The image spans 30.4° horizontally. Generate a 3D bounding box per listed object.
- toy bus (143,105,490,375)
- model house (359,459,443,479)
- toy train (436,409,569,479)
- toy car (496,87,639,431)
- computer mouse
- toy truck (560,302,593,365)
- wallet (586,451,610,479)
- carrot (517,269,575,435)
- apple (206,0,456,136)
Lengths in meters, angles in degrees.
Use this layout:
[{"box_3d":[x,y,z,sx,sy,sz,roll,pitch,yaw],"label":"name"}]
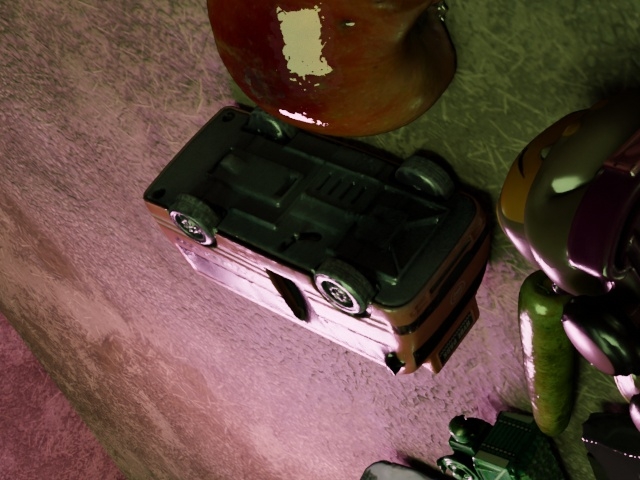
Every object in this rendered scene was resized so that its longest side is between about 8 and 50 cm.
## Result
[{"box_3d":[0.000,0.000,1.478,0.427,0.203,0.233,24,154,33],"label":"toy bus"},{"box_3d":[0.208,0.547,2.109,0.253,0.184,0.291,9,154,38],"label":"model house"},{"box_3d":[0.279,0.349,1.743,0.154,0.115,0.269,5,137,38],"label":"toy train"},{"box_3d":[0.312,0.022,1.052,0.340,0.271,0.240,53,170,-24],"label":"toy car"},{"box_3d":[0.420,0.271,1.463,0.122,0.073,0.217,55,158,-20],"label":"computer mouse"},{"box_3d":[0.350,0.091,1.258,0.192,0.092,0.083,-4,129,55],"label":"toy truck"},{"box_3d":[0.424,0.356,1.652,0.082,0.018,0.156,14,143,44],"label":"wallet"},{"box_3d":[0.286,0.158,1.476,0.074,0.074,0.358,27,152,28],"label":"carrot"},{"box_3d":[-0.002,-0.211,1.193,0.251,0.163,0.293,23,150,35],"label":"apple"}]
